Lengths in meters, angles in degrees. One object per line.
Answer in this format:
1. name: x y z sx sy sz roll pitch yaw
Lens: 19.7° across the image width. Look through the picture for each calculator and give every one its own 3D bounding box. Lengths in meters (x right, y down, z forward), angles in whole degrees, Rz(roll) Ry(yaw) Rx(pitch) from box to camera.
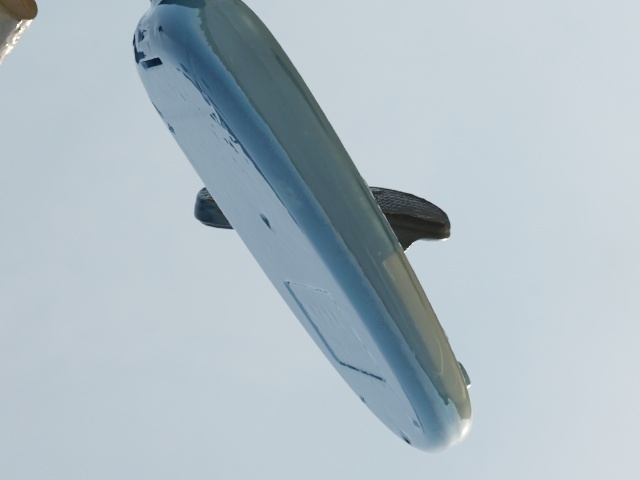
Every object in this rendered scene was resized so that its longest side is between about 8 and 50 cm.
1. calculator: -0.019 -0.027 0.872 0.303 0.042 0.188 56 170 -10

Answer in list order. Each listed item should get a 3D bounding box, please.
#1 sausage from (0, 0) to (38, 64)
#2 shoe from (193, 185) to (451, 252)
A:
1. sausage: -0.388 -0.131 1.786 0.066 0.301 0.066 40 -158 -20
2. shoe: 0.000 0.000 1.734 0.241 0.093 0.108 5 -166 0
